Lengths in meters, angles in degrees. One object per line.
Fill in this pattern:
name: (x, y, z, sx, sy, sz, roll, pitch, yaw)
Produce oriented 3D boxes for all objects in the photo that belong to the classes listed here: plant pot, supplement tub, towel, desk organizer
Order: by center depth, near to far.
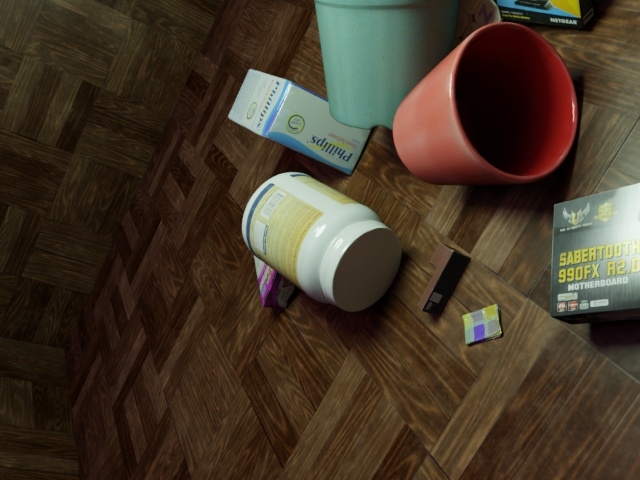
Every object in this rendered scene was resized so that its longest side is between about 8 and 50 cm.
towel: (0.286, 0.149, 1.162, 0.083, 0.009, 0.060, -28, 51, 47)
plant pot: (0.274, -0.215, 1.177, 0.243, 0.275, 0.274, -15, 60, 65)
desk organizer: (0.228, 0.074, 1.259, 0.130, 0.047, 0.050, -64, 30, 9)
plant pot: (0.138, -0.425, 1.354, 0.341, 0.341, 0.333, -129, 31, -54)
supplement tub: (0.000, 0.000, 1.439, 0.316, 0.228, 0.228, 33, 101, 43)

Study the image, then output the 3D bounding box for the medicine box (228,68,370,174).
medicine box: (-0.056, -0.310, 1.699, 0.289, 0.264, 0.149, 36, 104, 57)

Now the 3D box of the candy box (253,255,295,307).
candy box: (-0.118, 0.042, 1.745, 0.233, 0.071, 0.159, -106, 30, -43)

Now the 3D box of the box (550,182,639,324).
box: (0.435, 0.016, 0.912, 0.231, 0.056, 0.182, -15, 61, 53)

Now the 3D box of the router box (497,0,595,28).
router box: (0.397, -0.460, 1.185, 0.046, 0.133, 0.179, -45, 42, -17)

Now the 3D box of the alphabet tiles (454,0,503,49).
alphabet tiles: (0.278, -0.497, 1.408, 0.277, 0.021, 0.284, 65, 150, 28)
